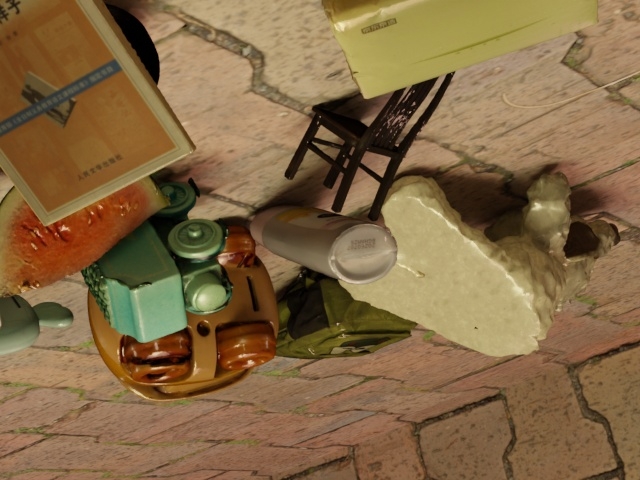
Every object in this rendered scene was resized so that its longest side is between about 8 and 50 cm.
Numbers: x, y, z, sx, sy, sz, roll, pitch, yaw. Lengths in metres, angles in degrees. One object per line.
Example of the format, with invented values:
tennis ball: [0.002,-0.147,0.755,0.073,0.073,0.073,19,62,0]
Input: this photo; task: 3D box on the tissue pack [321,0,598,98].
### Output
tissue pack: [0.118,-0.232,0.999,0.234,0.125,0.159,-16,159,8]

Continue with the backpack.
backpack: [0.021,0.119,1.832,0.207,0.140,0.253,4,161,-37]

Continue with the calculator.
calculator: [-0.474,0.114,1.489,0.295,0.042,0.184,-10,-161,-25]

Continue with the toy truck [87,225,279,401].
toy truck: [-0.183,0.101,1.549,0.288,0.204,0.211,-4,159,-29]

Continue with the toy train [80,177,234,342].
toy train: [-0.199,0.020,1.340,0.163,0.203,0.112,-20,131,-19]

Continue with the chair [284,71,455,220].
chair: [0.058,-0.139,1.292,0.084,0.101,0.212,10,112,-49]

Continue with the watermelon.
watermelon: [-0.281,-0.026,1.255,0.245,0.119,0.063,-32,174,-34]

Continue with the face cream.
face cream: [0.000,0.000,1.428,0.107,0.073,0.269,-1,-173,-21]

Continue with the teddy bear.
teddy bear: [0.257,0.002,1.710,0.327,0.375,0.362,-53,-177,37]

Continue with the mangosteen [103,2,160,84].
mangosteen: [-0.217,-0.153,1.005,0.151,0.137,0.137,23,147,-14]

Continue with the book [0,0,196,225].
book: [-0.232,-0.139,0.931,0.170,0.241,0.018,-24,-158,24]
